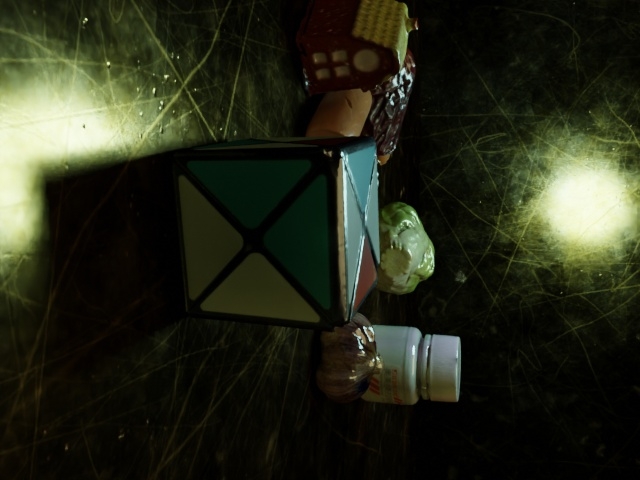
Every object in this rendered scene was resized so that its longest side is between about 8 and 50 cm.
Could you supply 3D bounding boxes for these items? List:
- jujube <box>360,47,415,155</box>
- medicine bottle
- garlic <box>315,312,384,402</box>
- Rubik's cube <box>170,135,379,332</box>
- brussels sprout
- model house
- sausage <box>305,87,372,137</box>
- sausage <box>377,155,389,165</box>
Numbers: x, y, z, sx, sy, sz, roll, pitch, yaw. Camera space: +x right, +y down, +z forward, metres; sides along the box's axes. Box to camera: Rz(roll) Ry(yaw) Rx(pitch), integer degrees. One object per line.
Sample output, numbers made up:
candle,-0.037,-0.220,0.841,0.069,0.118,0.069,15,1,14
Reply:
jujube,0.173,-0.417,1.810,0.216,0.217,0.341,-64,157,-56
medicine bottle,0.291,0.412,2.019,0.256,0.325,0.255,2,90,-75
garlic,0.083,0.301,1.574,0.245,0.161,0.244,8,90,-68
Rubik's cube,-0.053,-0.024,0.914,0.250,0.249,0.246,-38,127,-68
brussels sprout,0.245,0.037,1.974,0.316,0.243,0.273,-83,169,-51
model house,0.089,-0.448,1.385,0.160,0.254,0.195,69,26,-45
sausage,0.050,-0.303,1.490,0.304,0.121,0.121,-68,154,-49
sausage,0.171,-0.442,1.965,0.094,0.094,0.418,-39,134,-41
